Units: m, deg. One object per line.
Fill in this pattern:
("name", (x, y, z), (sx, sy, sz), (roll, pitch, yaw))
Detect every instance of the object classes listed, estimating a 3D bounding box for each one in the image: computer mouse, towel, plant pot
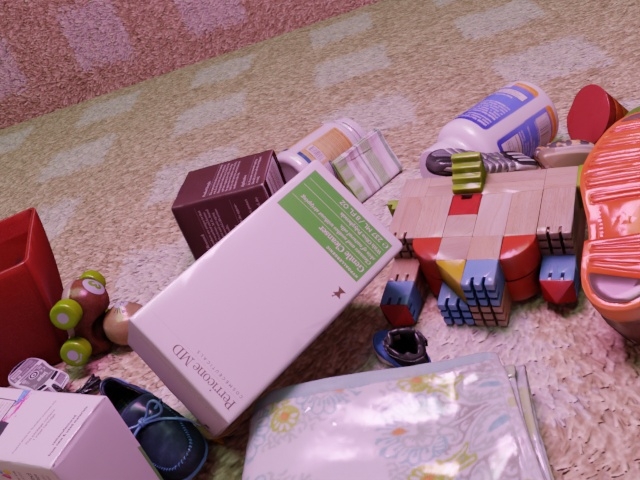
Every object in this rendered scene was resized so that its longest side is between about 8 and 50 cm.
("computer mouse", (-0.481, 0.260, 1.237), (0.192, 0.042, 0.106), (13, 48, 36))
("towel", (0.104, -0.163, 1.502), (0.152, 0.113, 0.023), (-41, 10, -30))
("plant pot", (-0.624, 0.131, 1.340), (0.267, 0.236, 0.267), (-25, 30, -7))
("towel", (0.079, 0.281, 0.804), (0.374, 0.090, 0.321), (-14, 29, 12))

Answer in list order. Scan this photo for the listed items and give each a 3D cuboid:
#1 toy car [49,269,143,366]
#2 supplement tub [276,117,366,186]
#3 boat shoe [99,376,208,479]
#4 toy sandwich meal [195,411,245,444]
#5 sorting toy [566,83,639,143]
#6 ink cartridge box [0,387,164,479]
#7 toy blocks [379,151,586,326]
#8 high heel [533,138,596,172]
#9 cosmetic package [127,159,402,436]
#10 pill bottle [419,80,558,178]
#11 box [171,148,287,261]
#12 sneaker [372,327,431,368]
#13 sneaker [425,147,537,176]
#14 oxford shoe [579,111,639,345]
("toy car", (-0.373, 0.137, 1.287), (0.188, 0.149, 0.155), (-5, 21, 5))
("supplement tub", (0.005, -0.174, 1.546), (0.199, 0.144, 0.144), (-39, 34, -29))
("boat shoe", (-0.264, 0.275, 1.014), (0.258, 0.089, 0.109), (9, 53, 47))
("toy sandwich meal", (-0.148, 0.268, 1.029), (0.085, 0.029, 0.086), (-13, 33, 9))
("sorting toy", (0.611, -0.184, 1.267), (0.126, 0.127, 0.366), (3, 26, -21))
("ink cartridge box", (-0.370, 0.306, 0.924), (0.278, 0.202, 0.117), (-3, 35, 29))
("toy blocks", (0.250, 0.017, 1.082), (0.381, 0.191, 0.261), (-2, 46, 28))
("high heel", (0.423, -0.141, 1.197), (0.261, 0.093, 0.186), (12, 22, -28))
("cosmetic package", (-0.079, 0.080, 1.010), (0.365, 0.197, 0.155), (-44, -4, -27))
("pill bottle", (0.328, -0.192, 1.370), (0.272, 0.152, 0.152), (-34, 32, -22))
("box", (-0.172, -0.063, 1.449), (0.203, 0.167, 0.169), (-13, 31, 13))
("sneaker", (0.113, 0.150, 1.003), (0.058, 0.085, 0.152), (-26, 30, -9))
("sneaker", (0.279, -0.090, 1.239), (0.228, 0.132, 0.086), (-1, 29, -24))
("oxford shoe", (0.439, -0.027, 0.968), (0.129, 0.133, 0.364), (-3, 53, 39))
